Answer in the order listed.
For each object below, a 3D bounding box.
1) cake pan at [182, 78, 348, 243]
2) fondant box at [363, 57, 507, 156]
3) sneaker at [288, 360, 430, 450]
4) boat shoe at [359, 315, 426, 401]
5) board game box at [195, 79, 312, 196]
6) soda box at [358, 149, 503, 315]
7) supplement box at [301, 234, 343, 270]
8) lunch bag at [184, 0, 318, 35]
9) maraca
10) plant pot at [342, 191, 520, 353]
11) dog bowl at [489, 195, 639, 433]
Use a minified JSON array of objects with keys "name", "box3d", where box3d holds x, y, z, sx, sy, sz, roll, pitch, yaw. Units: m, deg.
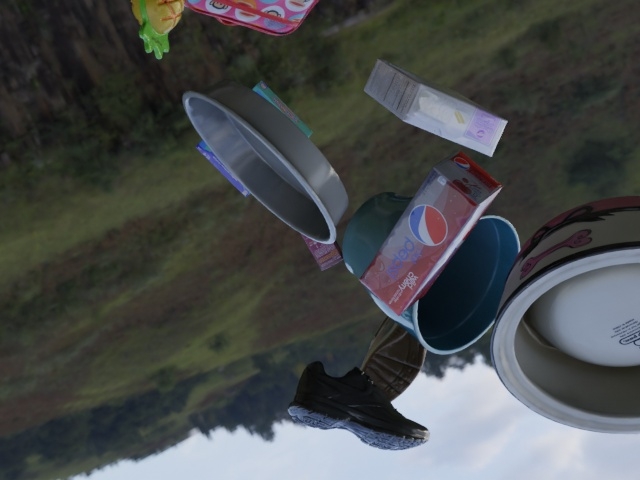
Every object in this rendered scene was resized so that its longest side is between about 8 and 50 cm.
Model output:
[{"name":"cake pan","box3d":[-0.072,-0.115,1.342,0.054,0.293,0.293,-47,-165,-13]},{"name":"fondant box","box3d":[0.264,-0.319,2.256,0.096,0.238,0.330,-65,-160,15]},{"name":"sneaker","box3d":[0.085,0.313,1.816,0.109,0.286,0.130,-41,-150,56]},{"name":"boat shoe","box3d":[0.159,0.208,1.959,0.302,0.109,0.098,-59,-166,-8]},{"name":"board game box","box3d":[-0.147,-0.221,2.097,0.210,0.160,0.047,-42,-172,25]},{"name":"soda box","box3d":[0.164,-0.007,1.455,0.083,0.092,0.263,-34,161,-46]},{"name":"supplement box","box3d":[0.000,0.000,1.584,0.043,0.083,0.055,-29,-170,4]},{"name":"lunch bag","box3d":[-0.143,-0.540,1.966,0.293,0.120,0.258,8,143,-36]},{"name":"maraca","box3d":[-0.317,-0.448,1.853,0.099,0.185,0.127,1,174,23]},{"name":"plant pot","box3d":[0.186,0.036,1.788,0.272,0.271,0.255,-30,-141,-29]},{"name":"dog bowl","box3d":[0.455,0.106,1.412,0.408,0.408,0.150,-20,-143,24]}]
